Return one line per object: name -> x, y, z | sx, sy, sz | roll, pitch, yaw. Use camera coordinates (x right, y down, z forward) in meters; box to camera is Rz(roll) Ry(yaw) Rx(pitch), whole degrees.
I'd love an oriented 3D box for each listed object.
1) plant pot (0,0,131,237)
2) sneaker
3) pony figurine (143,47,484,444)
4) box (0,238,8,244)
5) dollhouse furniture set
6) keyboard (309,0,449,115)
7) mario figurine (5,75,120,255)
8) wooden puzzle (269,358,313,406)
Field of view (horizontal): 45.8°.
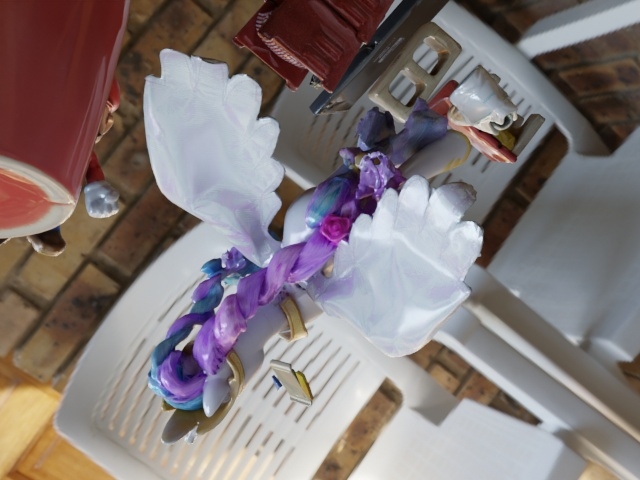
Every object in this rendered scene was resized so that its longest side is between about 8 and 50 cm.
plant pot -> -0.316, -0.146, 0.685 | 0.275, 0.275, 0.243 | -29, 57, 51
sneaker -> 0.166, -0.131, 0.772 | 0.053, 0.061, 0.152 | -48, -7, 10
pony figurine -> 0.000, 0.000, 0.699 | 0.363, 0.303, 0.350 | -38, -24, -45
box -> -0.465, -0.057, 0.873 | 0.169, 0.166, 0.203 | -7, 26, 20
dollhouse furniture set -> 0.085, -0.217, 1.024 | 0.152, 0.374, 0.201 | -54, 17, 0
keyboard -> 0.087, -0.317, 1.219 | 0.317, 0.033, 0.202 | -45, -13, 30
mario figurine -> -0.407, -0.130, 1.176 | 0.320, 0.170, 0.198 | -64, -18, 9
wooden puzzle -> -0.042, 0.209, 1.121 | 0.014, 0.078, 0.116 | -34, 22, -27
